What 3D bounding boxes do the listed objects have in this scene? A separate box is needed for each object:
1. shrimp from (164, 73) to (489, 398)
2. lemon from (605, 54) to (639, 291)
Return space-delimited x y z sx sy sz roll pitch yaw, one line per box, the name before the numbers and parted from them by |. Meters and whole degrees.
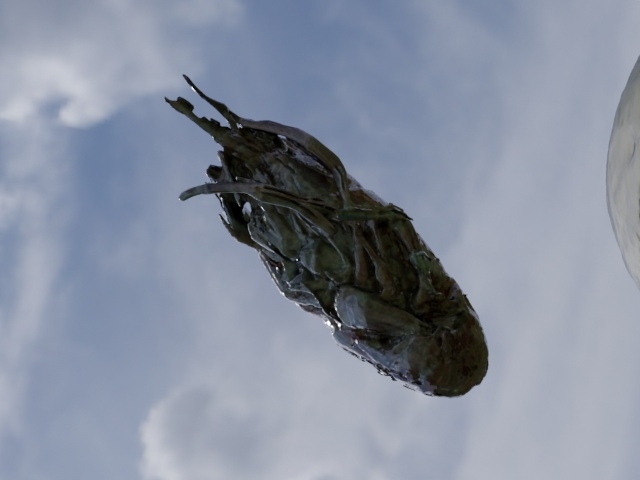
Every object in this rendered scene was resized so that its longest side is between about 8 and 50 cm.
shrimp | 0.001 -0.001 0.850 0.190 0.075 0.073 49 -153 -9
lemon | 0.212 -0.034 0.784 0.248 0.184 0.184 113 -177 -68
